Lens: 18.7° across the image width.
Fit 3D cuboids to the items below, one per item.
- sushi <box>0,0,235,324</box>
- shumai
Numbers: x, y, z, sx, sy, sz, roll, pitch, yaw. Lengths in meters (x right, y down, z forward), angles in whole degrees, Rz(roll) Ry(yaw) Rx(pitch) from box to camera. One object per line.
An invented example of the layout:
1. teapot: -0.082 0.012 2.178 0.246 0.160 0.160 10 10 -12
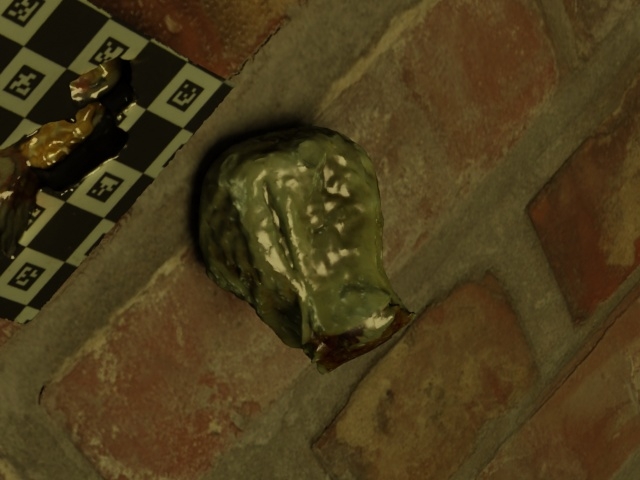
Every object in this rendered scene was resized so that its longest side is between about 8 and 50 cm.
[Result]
1. sushi: -0.304 -0.098 1.859 0.343 0.064 0.359 -48 147 12
2. shumai: 0.000 0.000 2.140 0.225 0.222 0.260 -39 134 -18
